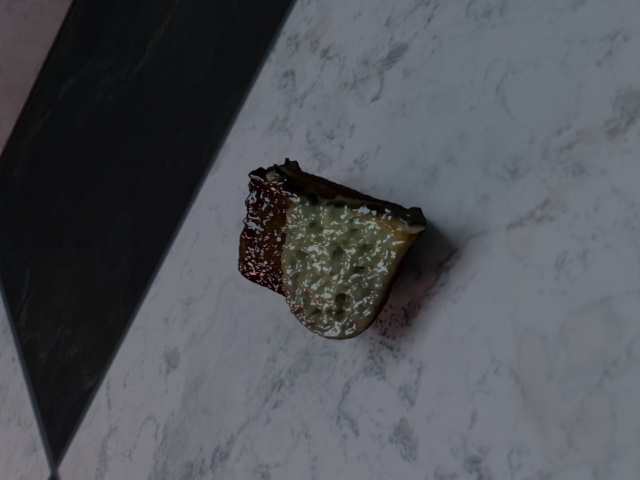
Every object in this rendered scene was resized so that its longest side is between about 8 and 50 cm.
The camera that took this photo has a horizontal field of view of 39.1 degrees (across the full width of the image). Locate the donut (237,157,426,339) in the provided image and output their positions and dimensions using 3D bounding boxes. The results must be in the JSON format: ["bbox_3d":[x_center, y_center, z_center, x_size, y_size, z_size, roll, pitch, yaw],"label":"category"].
[{"bbox_3d":[0.010,0.004,0.761,0.187,0.144,0.126,25,100,27],"label":"donut"}]
